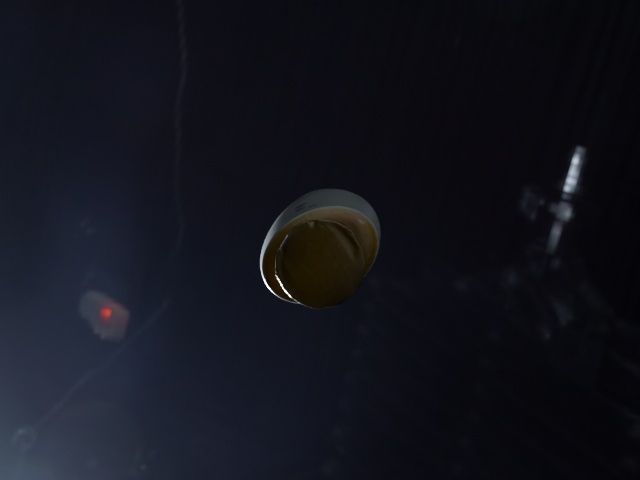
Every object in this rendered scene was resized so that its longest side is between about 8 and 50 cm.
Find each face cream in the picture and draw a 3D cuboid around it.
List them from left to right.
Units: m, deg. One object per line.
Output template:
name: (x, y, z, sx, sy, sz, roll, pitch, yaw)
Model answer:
face cream: (0.000, 0.000, 0.758, 0.072, 0.051, 0.182, -27, -173, 4)
